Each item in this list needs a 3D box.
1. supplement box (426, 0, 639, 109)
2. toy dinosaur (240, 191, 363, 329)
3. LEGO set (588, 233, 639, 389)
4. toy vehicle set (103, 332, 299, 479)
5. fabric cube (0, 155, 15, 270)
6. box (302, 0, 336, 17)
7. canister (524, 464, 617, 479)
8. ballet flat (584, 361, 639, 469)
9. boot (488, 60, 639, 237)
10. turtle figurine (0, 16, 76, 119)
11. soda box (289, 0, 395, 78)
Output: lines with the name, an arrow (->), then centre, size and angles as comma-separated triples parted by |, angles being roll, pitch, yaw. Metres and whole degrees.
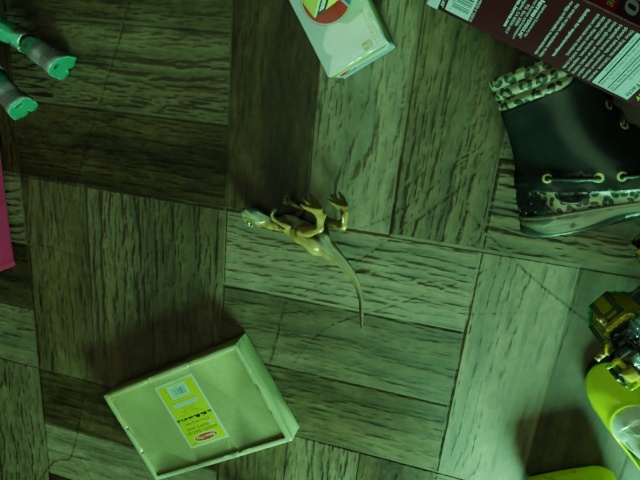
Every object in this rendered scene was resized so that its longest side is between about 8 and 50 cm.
supplement box -> 0.234, -0.223, 0.446 | 0.240, 0.130, 0.073 | 29, 156, 5
toy dinosaur -> 0.000, 0.000, 0.630 | 0.212, 0.064, 0.112 | 35, 131, 13
LEGO set -> 0.422, 0.126, 0.425 | 0.255, 0.192, 0.331 | -40, 91, 20
toy vehicle set -> -0.186, 0.259, 0.763 | 0.267, 0.035, 0.165 | -24, 99, 21
fabric cube -> -0.622, -0.063, 0.670 | 0.259, 0.254, 0.258 | 8, 108, 13
box -> 0.062, -0.317, 0.460 | 0.232, 0.058, 0.087 | -39, 97, -1
canister -> 0.340, 0.382, 0.635 | 0.126, 0.073, 0.169 | -22, 98, 20
ballet flat -> 0.393, 0.244, 0.575 | 0.077, 0.077, 0.231 | -34, 95, 23
boot -> 0.297, -0.114, 0.492 | 0.237, 0.085, 0.178 | -17, 98, 18
turtle figurine -> -0.442, -0.280, 0.635 | 0.175, 0.118, 0.234 | -40, 99, 22
soda box -> -0.003, -0.286, 0.530 | 0.074, 0.069, 0.216 | -25, 99, 21
